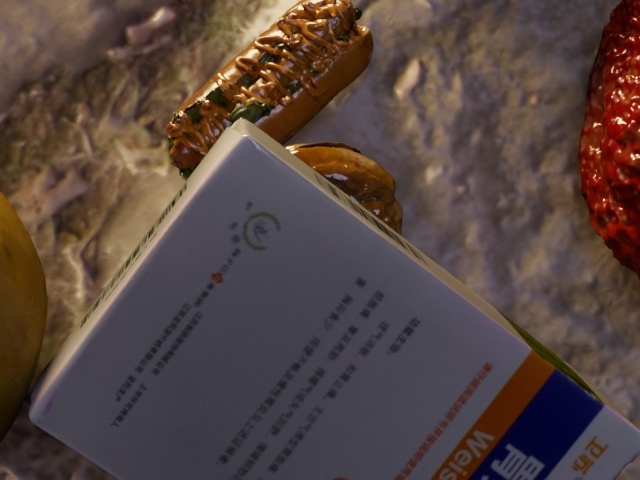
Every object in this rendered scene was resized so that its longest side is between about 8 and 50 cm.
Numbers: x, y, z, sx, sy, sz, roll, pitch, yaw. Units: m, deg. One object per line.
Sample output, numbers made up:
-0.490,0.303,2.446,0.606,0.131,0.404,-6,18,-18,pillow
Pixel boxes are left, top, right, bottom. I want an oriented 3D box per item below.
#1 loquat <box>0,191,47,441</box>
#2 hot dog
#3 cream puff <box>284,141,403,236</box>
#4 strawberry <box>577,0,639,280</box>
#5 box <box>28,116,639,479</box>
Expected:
-0.304,0.037,0.712,0.274,0.275,0.275,1,75,-3,loquat
-0.033,-0.112,0.873,0.188,0.055,0.072,-44,80,-12,hot dog
0.000,0.000,0.819,0.119,0.104,0.133,-22,97,-4,cream puff
0.228,-0.053,0.842,0.106,0.175,0.236,-24,38,21,strawberry
0.010,0.096,0.728,0.299,0.106,0.200,37,95,-10,box
